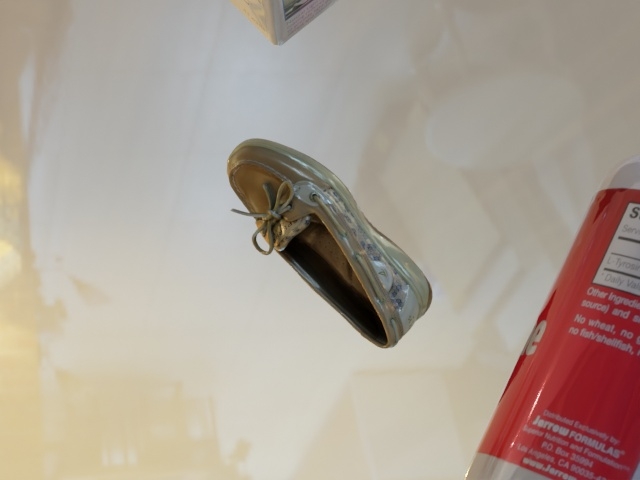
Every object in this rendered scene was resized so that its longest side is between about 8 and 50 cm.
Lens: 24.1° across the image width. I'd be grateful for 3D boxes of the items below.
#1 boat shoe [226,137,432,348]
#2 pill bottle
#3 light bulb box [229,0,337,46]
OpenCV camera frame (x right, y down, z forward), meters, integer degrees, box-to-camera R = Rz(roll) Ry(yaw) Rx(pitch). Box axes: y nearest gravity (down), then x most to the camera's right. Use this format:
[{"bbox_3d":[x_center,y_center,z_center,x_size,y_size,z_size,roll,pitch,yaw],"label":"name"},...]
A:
[{"bbox_3d":[0.000,0.000,1.676,0.285,0.089,0.104,40,-45,3],"label":"boat shoe"},{"bbox_3d":[0.285,0.079,1.169,0.229,0.408,0.229,26,-9,5],"label":"pill bottle"},{"bbox_3d":[-0.090,-0.455,1.538,0.225,0.358,0.361,-41,-17,-12],"label":"light bulb box"}]
